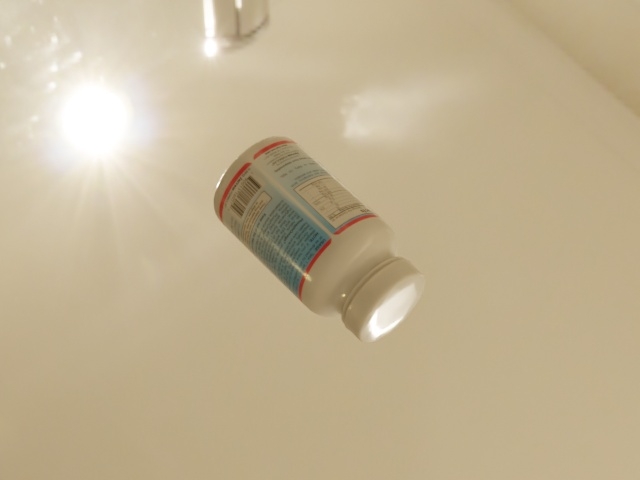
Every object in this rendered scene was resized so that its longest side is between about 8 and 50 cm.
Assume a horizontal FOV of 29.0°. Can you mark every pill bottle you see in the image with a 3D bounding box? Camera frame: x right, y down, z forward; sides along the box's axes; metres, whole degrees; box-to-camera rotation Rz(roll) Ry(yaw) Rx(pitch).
[{"bbox_3d":[0.000,0.000,0.922,0.087,0.087,0.160,-37,-117,-19],"label":"pill bottle"}]
